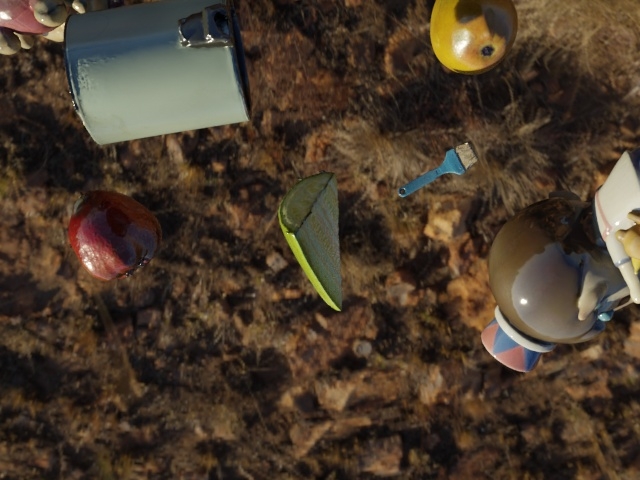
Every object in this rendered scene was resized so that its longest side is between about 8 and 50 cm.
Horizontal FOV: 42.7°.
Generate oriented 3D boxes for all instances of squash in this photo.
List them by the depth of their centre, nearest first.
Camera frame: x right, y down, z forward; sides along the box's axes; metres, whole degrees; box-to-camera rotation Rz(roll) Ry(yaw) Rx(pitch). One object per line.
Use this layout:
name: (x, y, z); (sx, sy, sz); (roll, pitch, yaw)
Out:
squash: (0.000, 0.000, 1.934); (0.111, 0.203, 0.289); (11, 149, 37)

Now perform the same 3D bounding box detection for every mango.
mango: (0.345, -0.503, 1.920); (0.172, 0.317, 0.212); (3, 113, -13)

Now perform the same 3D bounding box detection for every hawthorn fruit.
hawthorn fruit: (-0.435, -0.019, 1.689); (0.185, 0.185, 0.202); (-40, 92, 22)

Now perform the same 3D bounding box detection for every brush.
brush: (0.219, -0.128, 1.549); (0.164, 0.051, 0.014); (-29, 165, 12)

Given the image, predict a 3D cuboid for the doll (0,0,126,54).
doll: (-0.465, -0.417, 1.460); (0.196, 0.256, 0.152); (13, 115, 16)

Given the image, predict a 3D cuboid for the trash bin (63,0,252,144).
trash bin: (-0.258, -0.284, 1.349); (0.262, 0.217, 0.277); (-9, 167, 0)

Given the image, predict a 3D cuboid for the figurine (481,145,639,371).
figurine: (0.265, 0.021, 0.801); (0.158, 0.161, 0.275); (33, 132, -26)
